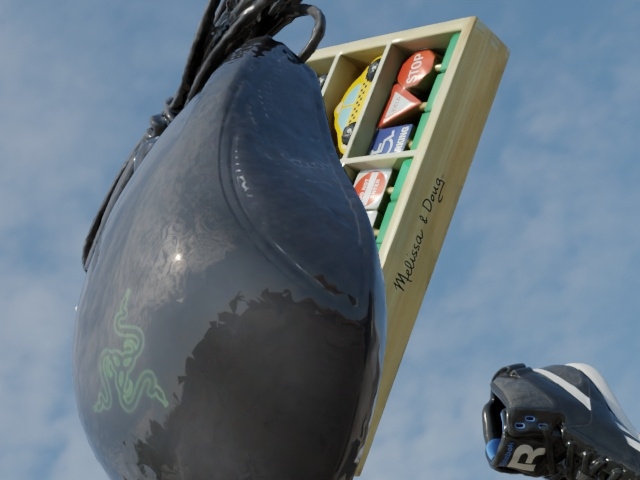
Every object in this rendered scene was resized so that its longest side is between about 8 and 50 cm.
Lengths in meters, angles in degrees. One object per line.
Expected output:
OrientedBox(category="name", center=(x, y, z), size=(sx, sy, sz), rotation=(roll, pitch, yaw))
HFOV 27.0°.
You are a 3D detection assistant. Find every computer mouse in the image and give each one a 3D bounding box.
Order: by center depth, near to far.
OrientedBox(category="computer mouse", center=(-0.049, 0.003, 0.470), size=(0.072, 0.272, 0.188), rotation=(20, -66, -21))

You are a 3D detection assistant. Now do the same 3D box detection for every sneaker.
OrientedBox(category="sneaker", center=(0.193, 0.175, 0.991), size=(0.121, 0.217, 0.079), rotation=(0, -58, -27))

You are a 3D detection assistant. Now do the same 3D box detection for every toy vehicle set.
OrientedBox(category="toy vehicle set", center=(0.000, 0.000, 0.770), size=(0.035, 0.267, 0.166), rotation=(36, -26, -34))
